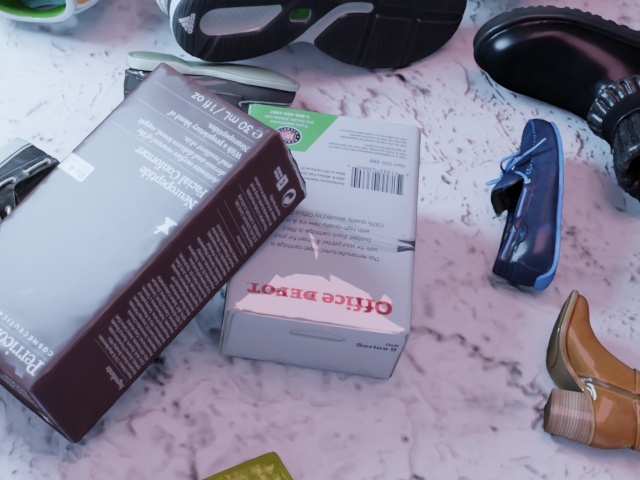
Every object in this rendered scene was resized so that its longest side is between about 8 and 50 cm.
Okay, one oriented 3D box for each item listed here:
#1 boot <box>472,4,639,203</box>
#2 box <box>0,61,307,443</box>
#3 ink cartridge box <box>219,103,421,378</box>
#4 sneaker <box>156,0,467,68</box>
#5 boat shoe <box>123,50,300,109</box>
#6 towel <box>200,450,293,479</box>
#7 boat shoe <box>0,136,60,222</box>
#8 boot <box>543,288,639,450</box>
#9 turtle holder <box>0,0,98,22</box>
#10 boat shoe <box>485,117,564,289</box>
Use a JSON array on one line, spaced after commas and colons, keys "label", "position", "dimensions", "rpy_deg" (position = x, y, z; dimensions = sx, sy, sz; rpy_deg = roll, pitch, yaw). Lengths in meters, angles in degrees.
[{"label": "boot", "position": [0.375, -0.173, 2.002], "dimensions": [0.348, 0.131, 0.260], "rpy_deg": [9, 49, -5]}, {"label": "box", "position": [-0.217, 0.006, 1.619], "dimensions": [0.191, 0.143, 0.381], "rpy_deg": [32, 73, 30]}, {"label": "ink cartridge box", "position": [0.000, 0.000, 1.754], "dimensions": [0.211, 0.121, 0.289], "rpy_deg": [9, 58, -4]}, {"label": "sneaker", "position": [-0.029, -0.370, 2.060], "dimensions": [0.447, 0.169, 0.257], "rpy_deg": [-3, 39, -28]}, {"label": "boat shoe", "position": [-0.142, -0.196, 1.954], "dimensions": [0.228, 0.068, 0.081], "rpy_deg": [8, 16, -8]}, {"label": "towel", "position": [-0.127, 0.296, 1.563], "dimensions": [0.237, 0.021, 0.102], "rpy_deg": [-18, 57, -26]}, {"label": "boat shoe", "position": [-0.384, -0.042, 1.759], "dimensions": [0.070, 0.078, 0.219], "rpy_deg": [26, 48, 11]}, {"label": "boot", "position": [0.343, 0.157, 1.755], "dimensions": [0.152, 0.073, 0.197], "rpy_deg": [11, 61, -1]}, {"label": "turtle holder", "position": [-0.399, -0.421, 1.977], "dimensions": [0.320, 0.243, 0.227], "rpy_deg": [15, 65, -12]}, {"label": "boat shoe", "position": [0.258, -0.060, 1.899], "dimensions": [0.089, 0.109, 0.258], "rpy_deg": [8, 47, -1]}]
